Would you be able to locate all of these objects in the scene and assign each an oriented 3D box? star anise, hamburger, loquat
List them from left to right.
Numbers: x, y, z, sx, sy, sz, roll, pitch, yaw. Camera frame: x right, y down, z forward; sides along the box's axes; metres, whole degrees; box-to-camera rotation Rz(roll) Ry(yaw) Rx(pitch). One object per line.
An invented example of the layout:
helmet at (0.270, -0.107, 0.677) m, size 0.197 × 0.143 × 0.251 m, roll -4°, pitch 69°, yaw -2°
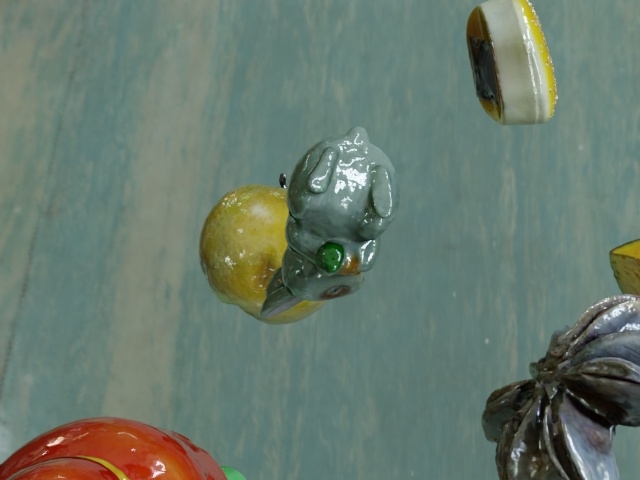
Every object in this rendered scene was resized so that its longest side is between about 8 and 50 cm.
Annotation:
loquat at (-0.058, 0.016, 1.624) m, size 0.213 × 0.213 × 0.213 m, roll -3°, pitch 61°, yaw 6°
hamburger at (0.298, -0.278, 1.790) m, size 0.116 × 0.173 × 0.210 m, roll -16°, pitch 105°, yaw -8°
star anise at (0.234, 0.138, 1.019) m, size 0.093 × 0.229 × 0.236 m, roll 41°, pitch 71°, yaw -17°

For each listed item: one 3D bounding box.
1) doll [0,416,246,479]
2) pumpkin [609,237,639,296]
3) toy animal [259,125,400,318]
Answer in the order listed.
doll at (-0.141, 0.200, 0.740) m, size 0.160 × 0.363 × 0.182 m, roll 39°, pitch 81°, yaw 16°
pumpkin at (0.413, 0.062, 1.015) m, size 0.280 × 0.139 × 0.190 m, roll -19°, pitch 34°, yaw 18°
toy animal at (0.010, 0.000, 1.167) m, size 0.108 × 0.236 × 0.138 m, roll 15°, pitch 53°, yaw -1°
